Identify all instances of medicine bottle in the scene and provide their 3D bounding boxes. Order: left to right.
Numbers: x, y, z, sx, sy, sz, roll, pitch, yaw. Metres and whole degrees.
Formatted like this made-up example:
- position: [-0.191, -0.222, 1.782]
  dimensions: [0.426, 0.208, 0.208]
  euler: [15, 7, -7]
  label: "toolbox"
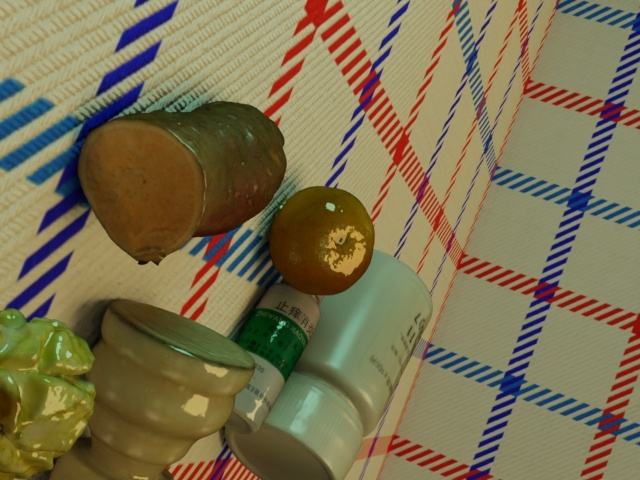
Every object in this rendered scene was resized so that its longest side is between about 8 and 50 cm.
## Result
- position: [-0.070, 0.145, 1.246]
  dimensions: [0.095, 0.095, 0.260]
  euler: [85, 28, -54]
  label: "medicine bottle"
- position: [0.021, 0.203, 1.389]
  dimensions: [0.371, 0.211, 0.211]
  euler: [-57, 158, -37]
  label: "medicine bottle"

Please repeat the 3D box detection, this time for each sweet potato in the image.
- position: [-0.093, -0.076, 0.865]
  dimensions: [0.336, 0.131, 0.131]
  euler: [-28, 136, -64]
  label: "sweet potato"

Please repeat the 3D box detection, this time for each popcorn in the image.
- position: [-0.237, 0.117, 0.635]
  dimensions: [0.162, 0.141, 0.136]
  euler: [26, -79, 68]
  label: "popcorn"

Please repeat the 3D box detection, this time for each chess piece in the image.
- position: [-0.199, 0.223, 0.876]
  dimensions: [0.300, 0.167, 0.167]
  euler: [-64, 163, 3]
  label: "chess piece"

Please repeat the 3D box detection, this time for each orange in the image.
- position: [0.000, 0.000, 1.221]
  dimensions: [0.155, 0.154, 0.134]
  euler: [-68, -160, -8]
  label: "orange"
